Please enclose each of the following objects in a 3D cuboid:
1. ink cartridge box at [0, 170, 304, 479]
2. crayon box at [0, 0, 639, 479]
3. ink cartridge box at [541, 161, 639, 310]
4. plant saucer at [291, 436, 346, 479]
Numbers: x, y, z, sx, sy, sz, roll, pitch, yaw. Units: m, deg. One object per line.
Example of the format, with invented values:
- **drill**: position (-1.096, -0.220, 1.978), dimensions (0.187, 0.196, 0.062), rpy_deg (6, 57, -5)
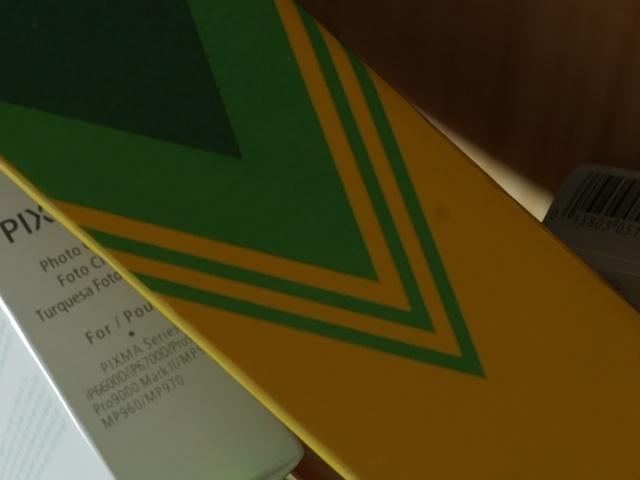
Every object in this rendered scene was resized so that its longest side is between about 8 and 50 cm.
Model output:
- **ink cartridge box**: position (-0.179, 0.010, 0.780), dimensions (0.385, 0.091, 0.308), rpy_deg (58, 156, 9)
- **crayon box**: position (0.000, 0.000, 0.436), dimensions (0.323, 0.083, 0.203), rpy_deg (43, 180, 1)
- **ink cartridge box**: position (0.172, 0.048, 0.460), dimensions (0.179, 0.045, 0.145), rpy_deg (39, 167, -33)
- **plant saucer**: position (0.077, 0.113, 0.693), dimensions (0.259, 0.048, 0.258), rpy_deg (44, 153, -17)
